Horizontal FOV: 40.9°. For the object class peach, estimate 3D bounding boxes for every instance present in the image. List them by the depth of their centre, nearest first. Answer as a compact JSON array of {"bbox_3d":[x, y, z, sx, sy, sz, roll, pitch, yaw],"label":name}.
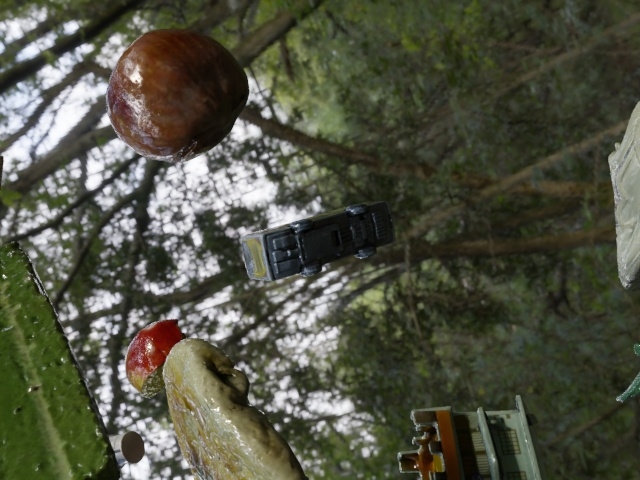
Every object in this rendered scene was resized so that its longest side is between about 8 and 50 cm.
[{"bbox_3d":[-0.299,0.212,1.573,0.118,0.151,0.151,58,-160,-18],"label":"peach"}]

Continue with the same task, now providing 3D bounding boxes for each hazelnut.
[{"bbox_3d":[-0.150,-0.154,0.913,0.154,0.143,0.143,-39,-66,-33],"label":"hazelnut"}]

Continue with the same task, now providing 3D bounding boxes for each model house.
[{"bbox_3d":[0.242,0.371,1.313,0.198,0.215,0.224,98,170,-50],"label":"model house"}]

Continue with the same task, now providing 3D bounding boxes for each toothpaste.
[{"bbox_3d":[-0.465,0.424,1.622,0.100,0.323,0.066,47,-144,-32],"label":"toothpaste"}]

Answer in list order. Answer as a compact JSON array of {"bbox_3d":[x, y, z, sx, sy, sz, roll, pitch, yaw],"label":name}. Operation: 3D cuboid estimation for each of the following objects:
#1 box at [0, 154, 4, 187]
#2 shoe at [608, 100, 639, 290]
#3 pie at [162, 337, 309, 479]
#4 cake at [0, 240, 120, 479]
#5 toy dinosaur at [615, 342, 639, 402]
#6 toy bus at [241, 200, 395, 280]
[{"bbox_3d":[-0.609,-0.122,1.524,0.062,0.122,0.089,4,-84,-35],"label":"box"},{"bbox_3d":[0.531,-0.075,1.363,0.342,0.132,0.211,83,176,-51],"label":"shoe"},{"bbox_3d":[-0.098,0.265,0.993,0.337,0.075,0.338,42,146,38],"label":"pie"},{"bbox_3d":[-0.181,0.076,0.456,0.235,0.100,0.099,24,135,65],"label":"cake"},{"bbox_3d":[0.485,0.121,1.188,0.120,0.292,0.079,8,-156,-46],"label":"toy dinosaur"},{"bbox_3d":[0.000,0.000,1.004,0.190,0.075,0.064,-17,-82,-39],"label":"toy bus"}]
